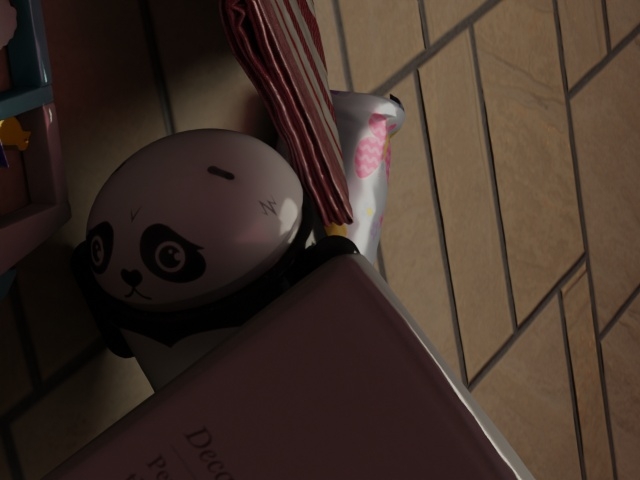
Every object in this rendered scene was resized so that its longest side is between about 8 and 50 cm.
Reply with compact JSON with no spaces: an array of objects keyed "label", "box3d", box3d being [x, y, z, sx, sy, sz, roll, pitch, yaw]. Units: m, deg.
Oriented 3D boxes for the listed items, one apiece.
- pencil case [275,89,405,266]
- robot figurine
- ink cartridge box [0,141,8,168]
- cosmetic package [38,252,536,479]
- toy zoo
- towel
[{"label":"pencil case","box3d":[0.000,0.000,1.693,0.124,0.113,0.273,56,43,-74]},{"label":"robot figurine","box3d":[-0.066,0.050,1.444,0.173,0.209,0.278,-117,-177,-56]},{"label":"ink cartridge box","box3d":[-0.273,-0.145,1.119,0.045,0.206,0.208,-28,117,-34]},{"label":"cosmetic package","box3d":[-0.038,0.249,1.193,0.327,0.394,0.329,53,2,2]},{"label":"toy zoo","box3d":[-0.253,-0.085,1.329,0.192,0.030,0.293,-30,118,-55]},{"label":"towel","box3d":[-0.042,-0.189,1.535,0.329,0.037,0.237,-99,168,-52]}]
